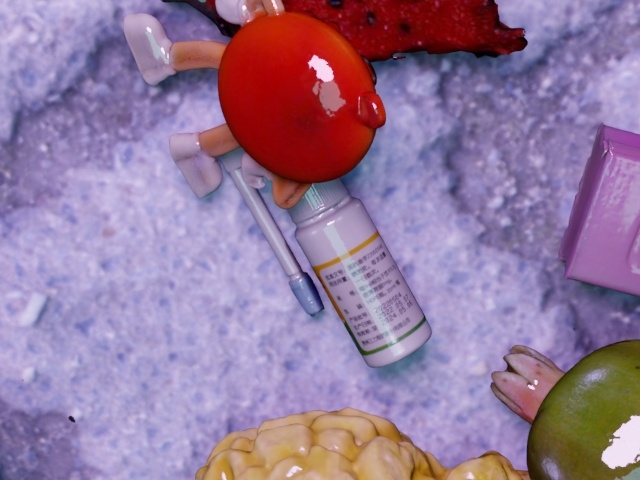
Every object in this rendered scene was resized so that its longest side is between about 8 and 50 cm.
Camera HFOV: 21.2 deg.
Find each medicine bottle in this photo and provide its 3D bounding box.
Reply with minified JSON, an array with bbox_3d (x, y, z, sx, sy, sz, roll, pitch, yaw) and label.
[{"bbox_3d":[0.000,0.000,1.364,0.092,0.061,0.220,-24,100,27],"label":"medicine bottle"}]

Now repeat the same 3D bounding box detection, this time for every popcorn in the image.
[{"bbox_3d":[0.041,0.270,1.385,0.332,0.225,0.265,-2,106,-9],"label":"popcorn"}]

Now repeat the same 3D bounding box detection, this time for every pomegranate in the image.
[{"bbox_3d":[0.228,0.151,1.362,0.210,0.180,0.180,35,111,22],"label":"pomegranate"}]

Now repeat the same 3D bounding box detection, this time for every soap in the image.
[{"bbox_3d":[0.300,-0.006,1.343,0.203,0.065,0.122,14,110,-2],"label":"soap"}]

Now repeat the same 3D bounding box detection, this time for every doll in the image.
[{"bbox_3d":[-0.037,-0.112,1.264,0.217,0.085,0.183,-3,115,40],"label":"doll"}]

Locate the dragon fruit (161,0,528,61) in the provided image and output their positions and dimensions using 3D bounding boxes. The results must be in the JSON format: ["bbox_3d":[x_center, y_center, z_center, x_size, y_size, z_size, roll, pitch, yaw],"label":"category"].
[{"bbox_3d":[-0.019,-0.272,1.228,0.282,0.100,0.343,-8,125,23],"label":"dragon fruit"}]
